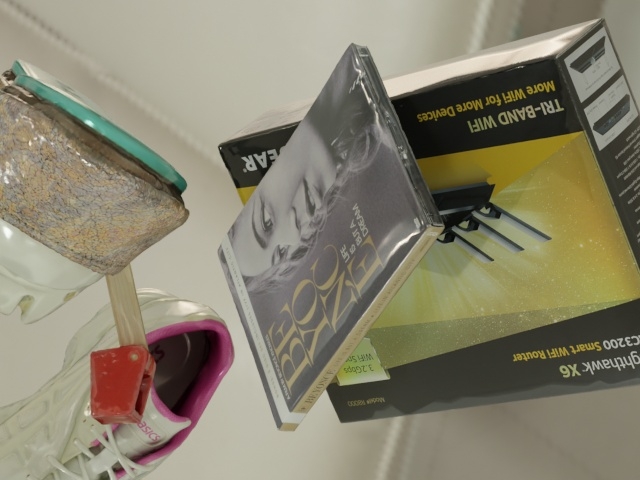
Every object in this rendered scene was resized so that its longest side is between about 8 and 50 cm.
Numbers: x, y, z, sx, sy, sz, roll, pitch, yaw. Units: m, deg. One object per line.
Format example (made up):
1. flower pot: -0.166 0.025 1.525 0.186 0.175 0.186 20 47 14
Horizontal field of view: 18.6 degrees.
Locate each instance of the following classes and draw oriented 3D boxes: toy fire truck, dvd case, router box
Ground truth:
1. toy fire truck: -0.166 0.013 1.179 0.047 0.135 0.192 75 -163 -78
2. dvd case: 0.000 0.000 1.331 0.221 0.018 0.165 -56 42 39
3. router box: 0.102 -0.004 1.408 0.308 0.081 0.243 -13 108 39

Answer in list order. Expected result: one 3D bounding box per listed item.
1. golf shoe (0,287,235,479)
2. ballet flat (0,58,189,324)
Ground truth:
1. golf shoe: -0.180 0.155 1.472 0.115 0.306 0.140 46 157 -21
2. ballet flat: -0.132 -0.018 0.928 0.107 0.106 0.316 33 180 -11
